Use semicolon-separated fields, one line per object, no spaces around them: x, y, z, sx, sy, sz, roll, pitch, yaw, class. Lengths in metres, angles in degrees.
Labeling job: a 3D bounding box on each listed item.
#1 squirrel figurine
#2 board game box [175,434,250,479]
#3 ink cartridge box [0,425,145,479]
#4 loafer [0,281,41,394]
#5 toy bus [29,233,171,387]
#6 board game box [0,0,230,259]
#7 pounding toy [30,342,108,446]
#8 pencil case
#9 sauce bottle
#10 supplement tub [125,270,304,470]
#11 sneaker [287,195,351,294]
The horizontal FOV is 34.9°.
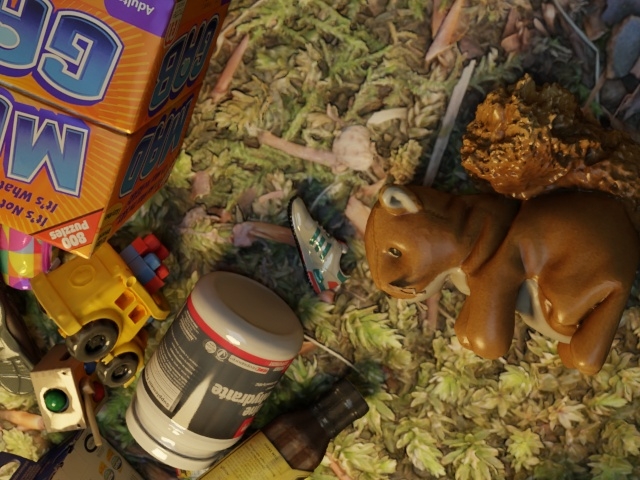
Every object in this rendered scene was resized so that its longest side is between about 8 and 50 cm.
0.264;-0.030;1.448;0.370;0.281;0.397;20;96;12;squirrel figurine
-0.138;0.403;1.717;0.194;0.060;0.194;-6;107;10;board game box
-0.373;0.482;1.663;0.151;0.270;0.395;-38;99;12;ink cartridge box
-0.526;0.128;1.633;0.096;0.084;0.267;-15;121;8;loafer
-0.311;0.095;1.593;0.211;0.149;0.220;-40;143;-10;toy bus
-0.363;-0.251;1.373;0.356;0.356;0.356;23;111;0;board game box
-0.397;0.251;1.659;0.100;0.141;0.130;-8;107;10;pounding toy
-0.451;-0.037;1.596;0.104;0.104;0.236;6;109;6;pencil case
-0.074;0.348;1.603;0.344;0.111;0.111;-37;101;-9;sauce bottle
-0.167;0.202;1.584;0.191;0.191;0.272;32;109;-3;supplement tub
0.000;0.000;1.575;0.075;0.057;0.161;-18;104;-4;sneaker
